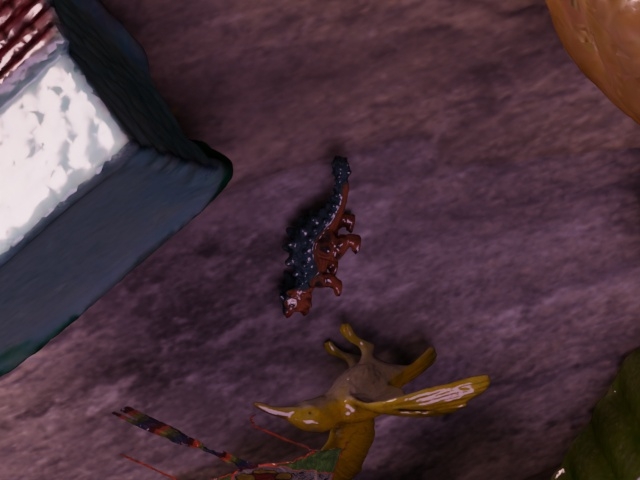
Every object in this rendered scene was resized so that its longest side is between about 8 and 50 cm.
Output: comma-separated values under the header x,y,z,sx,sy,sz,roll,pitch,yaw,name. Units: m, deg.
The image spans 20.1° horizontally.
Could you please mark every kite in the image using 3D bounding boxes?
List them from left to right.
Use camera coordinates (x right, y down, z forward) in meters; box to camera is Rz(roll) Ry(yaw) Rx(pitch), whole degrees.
x,y,z,sx,sy,sz,roll,pitch,yaw,name
-0.070,0.179,1.468,0.198,0.006,0.244,-19,143,34,kite

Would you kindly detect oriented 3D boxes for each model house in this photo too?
x,y,z,sx,sy,sz,roll,pitch,yaw,name
-0.255,-0.069,1.274,0.280,0.230,0.249,-40,76,9,model house

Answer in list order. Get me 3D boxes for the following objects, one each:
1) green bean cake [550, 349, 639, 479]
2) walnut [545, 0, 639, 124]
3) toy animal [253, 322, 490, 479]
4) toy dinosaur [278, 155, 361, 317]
x,y,z,sx,sy,sz,roll,pitch,yaw,name
0.348,0.213,1.526,0.250,0.156,0.247,23,111,-20,green bean cake
0.295,-0.216,1.216,0.333,0.333,0.333,-4,119,-7,walnut
0.019,0.121,1.461,0.155,0.095,0.219,16,145,-17,toy animal
0.000,0.000,1.414,0.055,0.049,0.154,11,121,-11,toy dinosaur
